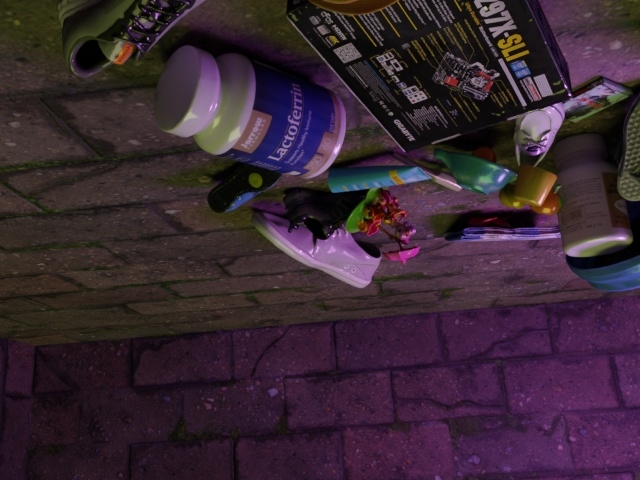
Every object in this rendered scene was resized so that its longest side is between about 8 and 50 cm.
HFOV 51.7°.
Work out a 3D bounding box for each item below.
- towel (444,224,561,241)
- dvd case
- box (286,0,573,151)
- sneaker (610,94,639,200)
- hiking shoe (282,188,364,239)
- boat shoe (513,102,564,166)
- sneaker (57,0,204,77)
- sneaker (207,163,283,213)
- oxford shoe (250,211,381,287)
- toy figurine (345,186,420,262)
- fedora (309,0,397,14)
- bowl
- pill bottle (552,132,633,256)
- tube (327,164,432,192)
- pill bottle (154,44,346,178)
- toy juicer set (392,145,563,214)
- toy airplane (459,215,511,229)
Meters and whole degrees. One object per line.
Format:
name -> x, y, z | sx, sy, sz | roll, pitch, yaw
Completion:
towel -> 0.502, -0.018, 1.811 | 0.285, 0.034, 0.209 | -2, 177, -1
dvd case -> 0.478, -0.249, 1.178 | 0.087, 0.013, 0.119 | 8, 159, -33
box -> 0.149, -0.258, 0.853 | 0.257, 0.079, 0.322 | -17, 145, 30
sneaker -> 0.603, -0.209, 1.227 | 0.086, 0.163, 0.226 | 15, 127, 17
hiking shoe -> 0.020, -0.051, 1.548 | 0.227, 0.114, 0.086 | 3, 162, -22
boat shoe -> 0.397, -0.192, 1.208 | 0.083, 0.075, 0.226 | 7, 168, 19
sneaker -> -0.210, -0.274, 0.792 | 0.272, 0.107, 0.100 | -17, 157, 32
sneaker -> -0.147, -0.126, 1.385 | 0.209, 0.069, 0.082 | -27, -175, 34
oxford shoe -> 0.000, 0.000, 1.718 | 0.449, 0.169, 0.130 | 24, 107, -43
toy figurine -> 0.162, -0.031, 1.484 | 0.130, 0.159, 0.173 | -22, 149, -40
fedora -> 0.022, -0.306, 0.665 | 0.194, 0.079, 0.194 | 9, 137, 9
bowl -> 0.714, -0.035, 1.406 | 0.391, 0.077, 0.391 | -39, -173, 5
pill bottle -> 0.540, -0.092, 1.332 | 0.131, 0.229, 0.131 | -3, 163, -1
tube -> 0.118, -0.132, 1.364 | 0.207, 0.052, 0.080 | -3, 173, 26
pill bottle -> -0.103, -0.192, 1.000 | 0.265, 0.153, 0.153 | 11, 158, -40
toy juicer set -> 0.335, -0.135, 1.329 | 0.329, 0.089, 0.209 | 21, -178, 38
toy airplane -> 0.451, -0.051, 1.786 | 0.151, 0.028, 0.151 | -2, 169, 0
